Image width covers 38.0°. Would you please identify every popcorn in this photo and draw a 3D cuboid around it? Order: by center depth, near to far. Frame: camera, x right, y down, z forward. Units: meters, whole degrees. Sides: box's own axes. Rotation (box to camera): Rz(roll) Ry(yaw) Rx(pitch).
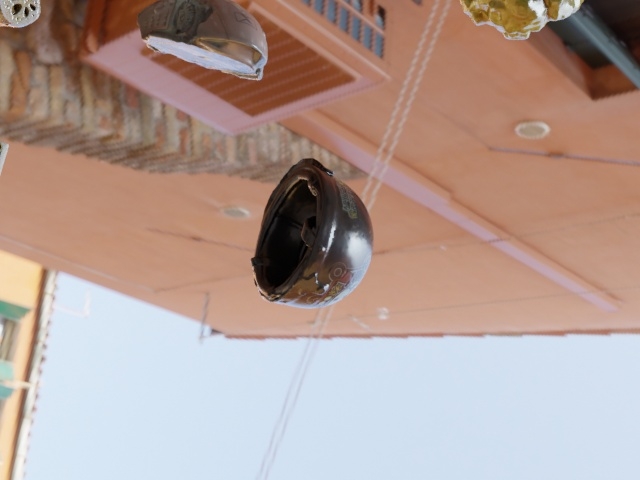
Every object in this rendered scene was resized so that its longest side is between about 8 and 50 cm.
[{"bbox_3d":[0.303,-0.434,1.424,0.192,0.233,0.266,-11,-125,60],"label":"popcorn"}]

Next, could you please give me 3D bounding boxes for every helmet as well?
[{"bbox_3d":[0.000,0.000,1.569,0.230,0.160,0.278,-54,-155,31],"label":"helmet"}]

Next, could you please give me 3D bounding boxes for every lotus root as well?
[{"bbox_3d":[-0.626,-0.489,1.879,0.081,0.112,0.122,27,-66,42],"label":"lotus root"}]

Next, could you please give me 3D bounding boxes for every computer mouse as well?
[{"bbox_3d":[-0.214,-0.376,1.653,0.389,0.199,0.114,23,-90,52],"label":"computer mouse"}]

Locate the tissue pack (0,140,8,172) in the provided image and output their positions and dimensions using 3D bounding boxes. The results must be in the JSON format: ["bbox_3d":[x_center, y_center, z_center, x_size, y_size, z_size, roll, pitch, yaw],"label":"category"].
[{"bbox_3d":[-0.560,-0.095,1.435,0.099,0.106,0.148,-33,-137,39],"label":"tissue pack"}]
